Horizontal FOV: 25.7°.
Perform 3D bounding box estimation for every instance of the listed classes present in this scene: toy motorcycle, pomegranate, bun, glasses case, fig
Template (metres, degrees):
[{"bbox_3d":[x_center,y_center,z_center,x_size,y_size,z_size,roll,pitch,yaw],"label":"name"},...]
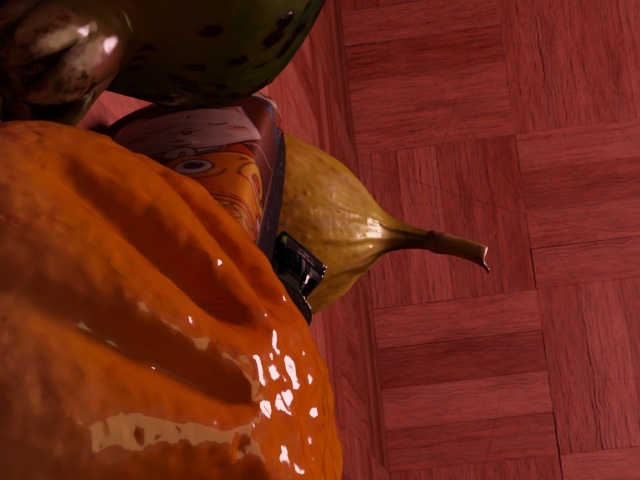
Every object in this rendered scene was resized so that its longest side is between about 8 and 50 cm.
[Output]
[{"bbox_3d":[-0.066,0.076,0.861,0.058,0.173,0.100,41,8,-4],"label":"toy motorcycle"},{"bbox_3d":[-0.097,-0.148,0.762,0.248,0.202,0.202,-54,147,-34],"label":"pomegranate"},{"bbox_3d":[-0.070,0.102,0.530,0.299,0.165,0.299,-9,90,-73],"label":"bun"},{"bbox_3d":[-0.089,-0.017,0.824,0.321,0.122,0.082,-83,159,-66],"label":"glasses case"},{"bbox_3d":[0.000,0.000,1.050,0.159,0.257,0.159,7,90,-76],"label":"fig"}]
